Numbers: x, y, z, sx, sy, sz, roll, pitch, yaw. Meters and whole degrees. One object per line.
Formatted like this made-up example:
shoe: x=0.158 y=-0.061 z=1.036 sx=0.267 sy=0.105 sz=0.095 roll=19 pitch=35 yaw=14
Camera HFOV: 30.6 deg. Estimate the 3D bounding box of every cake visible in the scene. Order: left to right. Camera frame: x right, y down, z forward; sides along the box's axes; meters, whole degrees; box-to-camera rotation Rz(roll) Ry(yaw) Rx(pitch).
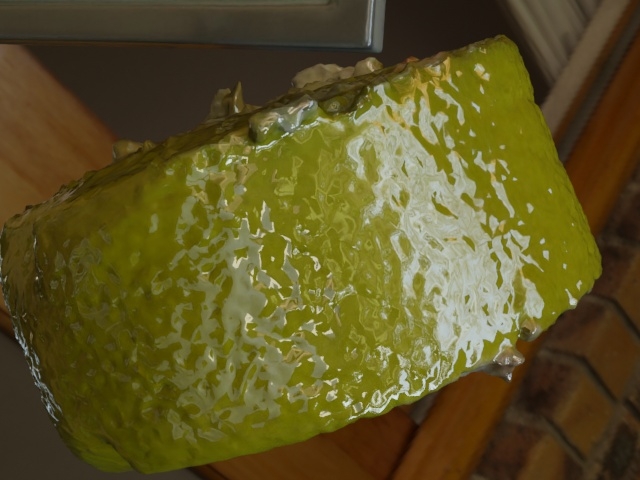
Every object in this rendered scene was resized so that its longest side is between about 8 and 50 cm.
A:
cake: x=0.000 y=0.000 z=0.509 sx=0.179 sy=0.156 sz=0.260 roll=-23 pitch=-176 yaw=43

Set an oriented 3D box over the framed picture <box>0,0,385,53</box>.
framed picture: x=-0.104 y=-0.182 z=0.457 sx=0.289 sy=0.020 sz=0.211 roll=5 pitch=-89 yaw=24
